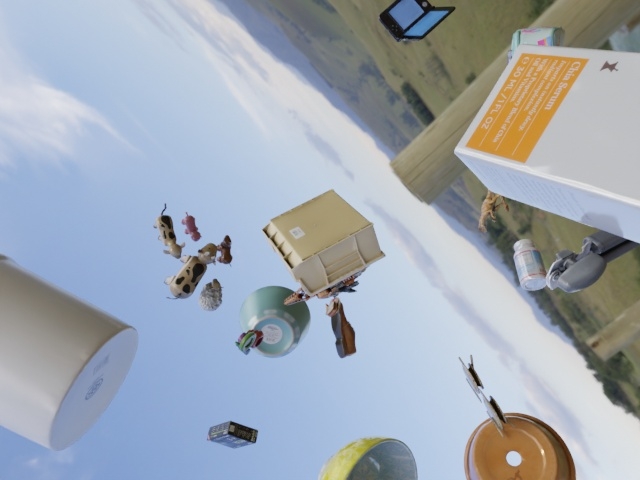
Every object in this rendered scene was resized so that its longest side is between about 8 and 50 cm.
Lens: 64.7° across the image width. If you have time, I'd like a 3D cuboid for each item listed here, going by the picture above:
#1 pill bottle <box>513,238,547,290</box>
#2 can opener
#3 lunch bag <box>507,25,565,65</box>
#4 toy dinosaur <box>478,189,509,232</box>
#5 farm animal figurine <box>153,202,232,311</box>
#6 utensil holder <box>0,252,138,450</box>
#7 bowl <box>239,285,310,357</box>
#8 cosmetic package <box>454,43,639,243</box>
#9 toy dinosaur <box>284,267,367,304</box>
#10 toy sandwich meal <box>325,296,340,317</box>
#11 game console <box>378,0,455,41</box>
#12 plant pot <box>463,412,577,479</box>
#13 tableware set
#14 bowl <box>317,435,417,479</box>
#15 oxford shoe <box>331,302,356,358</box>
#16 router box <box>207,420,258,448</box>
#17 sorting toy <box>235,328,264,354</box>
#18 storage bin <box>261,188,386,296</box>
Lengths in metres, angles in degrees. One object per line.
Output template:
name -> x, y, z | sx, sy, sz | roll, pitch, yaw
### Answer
pill bottle -> 0.696, 0.078, 1.684 | 0.087, 0.087, 0.160 | 36, -138, -38
can opener -> 0.586, 0.031, 1.033 | 0.095, 0.283, 0.076 | 49, 159, 51
lunch bag -> 0.523, -0.395, 1.223 | 0.279, 0.107, 0.224 | -37, -53, -54
toy dinosaur -> 0.577, -0.130, 1.715 | 0.064, 0.112, 0.212 | 37, -118, -35
farm animal figurine -> -0.465, 0.068, 1.829 | 0.330, 0.327, 0.172 | 21, 170, -28
utensil holder -> -0.672, 0.252, 1.159 | 0.385, 0.328, 0.327 | 26, -165, 4
bowl -> -0.193, 0.362, 2.099 | 0.311, 0.311, 0.163 | 44, -169, -14
cosmetic package -> 0.459, -0.140, 0.761 | 0.161, 0.230, 0.453 | 31, -179, -41
toy dinosaur -> 0.018, 0.123, 1.659 | 0.218, 0.321, 0.165 | -26, -73, -69
toy sandwich meal -> 0.041, 0.238, 1.815 | 0.029, 0.086, 0.086 | 29, -158, -22
game console -> 0.208, -0.493, 1.096 | 0.107, 0.122, 0.071 | 47, 167, -5
plant pot -> 0.514, 0.585, 1.326 | 0.291, 0.290, 0.203 | 60, -176, 38
tableware set -> 0.424, 0.389, 1.295 | 0.128, 0.039, 0.194 | 62, -178, -40
bowl -> 0.085, 0.599, 1.219 | 0.156, 0.290, 0.289 | 3, 153, 49
oxford shoe -> 0.089, 0.326, 1.887 | 0.076, 0.076, 0.212 | -7, -95, -26
router box -> -0.244, 0.538, 1.398 | 0.092, 0.122, 0.038 | 29, -131, -27
sorting toy -> -0.175, 0.234, 1.195 | 0.042, 0.061, 0.102 | 32, -178, 20
storage bin -> 0.000, 0.000, 1.450 | 0.262, 0.260, 0.123 | 48, 162, 52
